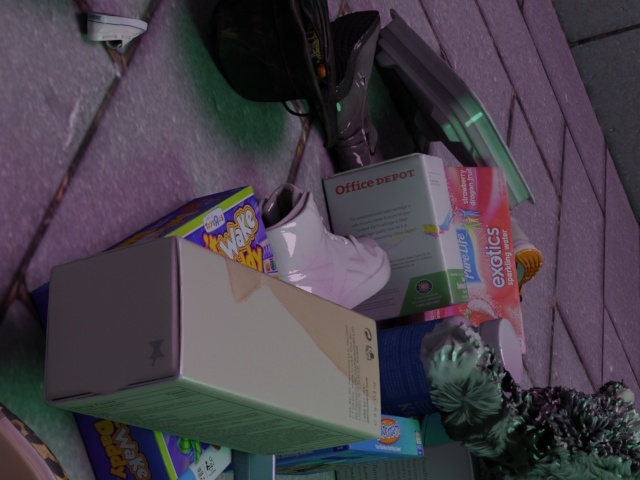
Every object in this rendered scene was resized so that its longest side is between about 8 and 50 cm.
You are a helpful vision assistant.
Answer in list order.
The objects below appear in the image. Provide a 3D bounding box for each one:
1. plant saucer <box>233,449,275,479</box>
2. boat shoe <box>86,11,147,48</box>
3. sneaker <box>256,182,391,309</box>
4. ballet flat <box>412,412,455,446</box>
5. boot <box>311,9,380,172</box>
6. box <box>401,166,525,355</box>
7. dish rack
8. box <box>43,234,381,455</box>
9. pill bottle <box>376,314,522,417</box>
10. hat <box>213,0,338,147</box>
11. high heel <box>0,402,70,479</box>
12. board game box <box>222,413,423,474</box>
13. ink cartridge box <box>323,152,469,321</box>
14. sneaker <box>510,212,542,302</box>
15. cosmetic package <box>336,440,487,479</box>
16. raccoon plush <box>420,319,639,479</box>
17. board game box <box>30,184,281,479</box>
[{"bbox_3d":[-0.064,0.193,1.350,0.067,0.018,0.192,40,44,-54],"label":"plant saucer"},{"bbox_3d":[-0.215,-0.220,1.416,0.100,0.035,0.035,-17,121,-71],"label":"boat shoe"},{"bbox_3d":[0.000,0.000,1.687,0.292,0.108,0.169,-38,116,-63],"label":"sneaker"},{"bbox_3d":[0.215,0.370,1.992,0.147,0.147,0.409,-61,135,-58],"label":"ballet flat"},{"bbox_3d":[0.047,-0.217,1.970,0.246,0.083,0.161,-68,146,-45],"label":"boot"},{"bbox_3d":[0.200,0.050,2.002,0.142,0.154,0.300,110,-20,-66],"label":"box"},{"bbox_3d":[0.203,-0.198,2.156,0.285,0.072,0.333,54,0,-43],"label":"dish rack"},{"bbox_3d":[-0.085,0.104,1.184,0.311,0.148,0.121,28,55,-54],"label":"box"},{"bbox_3d":[0.149,0.168,1.788,0.124,0.221,0.124,43,41,-52],"label":"pill bottle"},{"bbox_3d":[-0.059,-0.257,1.659,0.331,0.134,0.331,-5,90,-84],"label":"hat"},{"bbox_3d":[-0.219,0.245,1.123,0.186,0.093,0.261,5,64,-84],"label":"high heel"},{"bbox_3d":[0.003,0.228,1.502,0.210,0.160,0.047,23,56,-63],"label":"board game box"},{"bbox_3d":[0.106,-0.001,1.866,0.093,0.154,0.212,-2,79,-66],"label":"ink cartridge box"},{"bbox_3d":[0.278,0.047,2.193,0.262,0.099,0.121,115,-38,-52],"label":"sneaker"},{"bbox_3d":[0.139,0.341,1.719,0.151,0.184,0.151,18,62,-64],"label":"cosmetic package"},{"bbox_3d":[0.291,0.198,1.680,0.299,0.216,0.446,-81,148,-60],"label":"raccoon plush"},{"bbox_3d":[-0.135,0.100,1.362,0.347,0.078,0.233,-39,114,-64],"label":"board game box"}]
